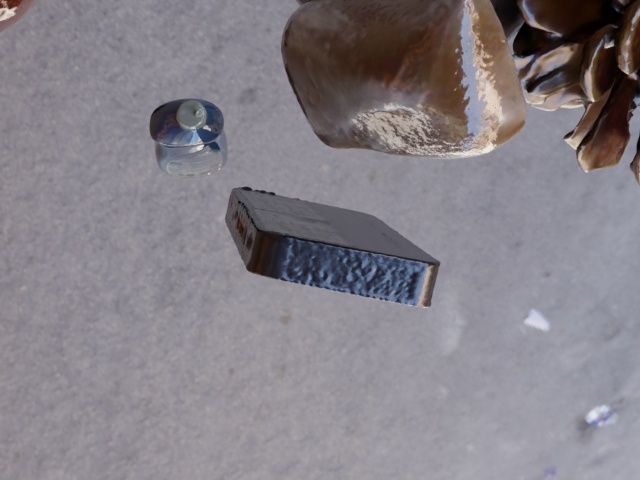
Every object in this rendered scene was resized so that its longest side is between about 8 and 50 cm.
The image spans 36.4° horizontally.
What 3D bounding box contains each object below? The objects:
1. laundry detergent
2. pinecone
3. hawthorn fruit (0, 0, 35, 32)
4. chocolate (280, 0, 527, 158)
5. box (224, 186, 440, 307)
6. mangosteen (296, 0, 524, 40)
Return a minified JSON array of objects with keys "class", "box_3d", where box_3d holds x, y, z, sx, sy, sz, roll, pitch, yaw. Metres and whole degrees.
[{"class":"laundry detergent","box_3d":[-0.162,-0.130,1.215,0.097,0.061,0.206,3,170,-6]},{"class":"pinecone","box_3d":[0.386,-0.181,0.899,0.385,0.384,0.384,-19,134,-21]},{"class":"hawthorn fruit","box_3d":[-0.590,-0.455,1.545,0.308,0.325,0.308,6,79,-35]},{"class":"chocolate","box_3d":[0.050,-0.133,0.850,0.080,0.254,0.156,-42,122,-27]},{"class":"box","box_3d":[0.000,0.000,1.186,0.211,0.350,0.058,10,100,-11]},{"class":"mangosteen","box_3d":[0.105,-0.321,1.001,0.311,0.311,0.311,-19,134,-21]}]
